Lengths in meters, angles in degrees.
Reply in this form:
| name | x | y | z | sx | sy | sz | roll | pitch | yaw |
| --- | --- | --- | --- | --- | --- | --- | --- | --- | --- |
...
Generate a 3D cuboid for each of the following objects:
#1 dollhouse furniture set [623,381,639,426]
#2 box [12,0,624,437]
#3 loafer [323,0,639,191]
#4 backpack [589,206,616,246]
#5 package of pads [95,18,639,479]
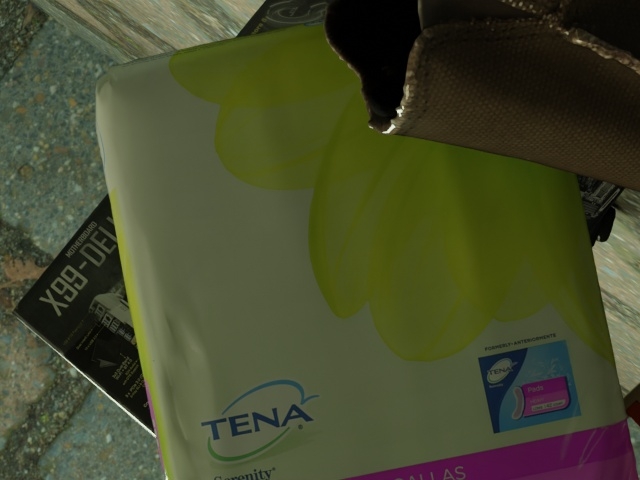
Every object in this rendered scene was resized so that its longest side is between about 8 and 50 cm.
| name | x | y | z | sx | sy | sz | roll | pitch | yaw |
| --- | --- | --- | --- | --- | --- | --- | --- | --- | --- |
| dollhouse furniture set | 0.291 | 0.133 | 0.804 | 0.259 | 0.135 | 0.262 | 47 | -167 | 12 |
| box | 0.000 | 0.000 | 0.933 | 0.242 | 0.307 | 0.076 | 34 | 173 | 29 |
| loafer | 0.062 | -0.085 | 0.557 | 0.366 | 0.130 | 0.134 | 37 | 177 | -19 |
| backpack | 0.024 | -0.021 | 1.138 | 0.263 | 0.276 | 0.213 | 51 | 171 | -21 |
| package of pads | 0.022 | 0.037 | 0.776 | 0.101 | 0.229 | 0.296 | 6 | -107 | -85 |
